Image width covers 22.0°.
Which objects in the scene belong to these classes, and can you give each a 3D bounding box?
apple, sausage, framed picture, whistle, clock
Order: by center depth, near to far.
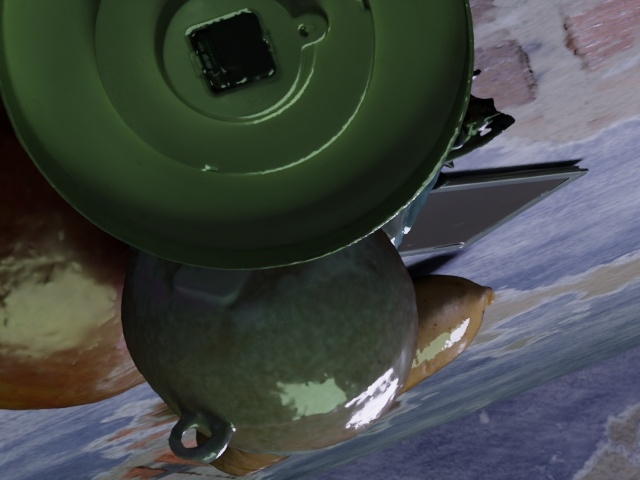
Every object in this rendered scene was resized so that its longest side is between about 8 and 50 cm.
[{"bbox_3d":[-0.043,-0.094,0.799,0.235,0.235,0.029,-23,-156,10],"label":"clock"},{"bbox_3d":[0.000,0.000,1.017,0.347,0.189,0.189,-61,-173,-30],"label":"whistle"},{"bbox_3d":[-0.174,-0.009,1.084,0.346,0.254,0.179,-9,-156,-34],"label":"apple"},{"bbox_3d":[0.122,-0.024,1.649,0.252,0.014,0.197,-7,160,-43],"label":"framed picture"},{"bbox_3d":[0.008,0.168,1.976,0.136,0.123,0.501,-9,161,-45],"label":"sausage"}]

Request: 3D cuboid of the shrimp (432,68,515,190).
[{"bbox_3d":[0.032,-0.054,1.317,0.289,0.075,0.178,-27,172,21],"label":"shrimp"}]
